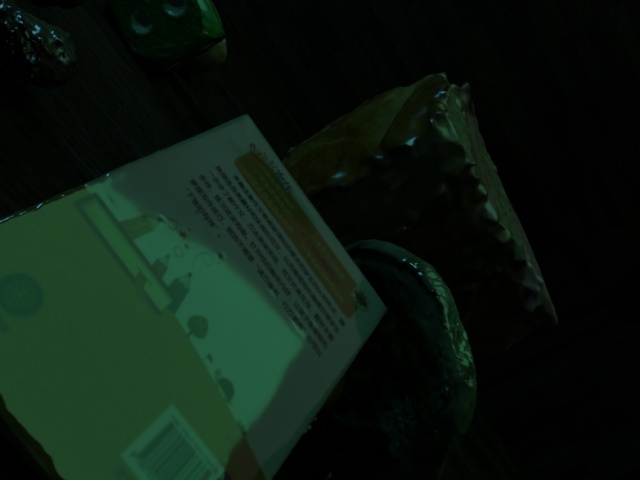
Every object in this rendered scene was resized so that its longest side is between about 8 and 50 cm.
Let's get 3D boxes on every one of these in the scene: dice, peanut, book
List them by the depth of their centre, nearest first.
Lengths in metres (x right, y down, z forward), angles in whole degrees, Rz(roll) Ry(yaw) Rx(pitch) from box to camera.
[{"bbox_3d":[-0.068,0.038,0.378,0.208,0.020,0.295,54,36,-5],"label":"book"},{"bbox_3d":[-0.219,-0.318,0.830,0.131,0.120,0.128,58,8,-18],"label":"dice"},{"bbox_3d":[-0.218,-0.358,0.982,0.159,0.109,0.140,57,10,3],"label":"peanut"}]

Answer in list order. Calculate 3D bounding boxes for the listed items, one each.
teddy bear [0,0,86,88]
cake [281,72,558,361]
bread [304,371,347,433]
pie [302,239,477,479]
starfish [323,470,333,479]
[{"bbox_3d":[-0.257,-0.236,0.394,0.129,0.182,0.251,-24,83,-44],"label":"teddy bear"},{"bbox_3d":[0.100,-0.012,0.747,0.307,0.314,0.293,50,28,-24],"label":"cake"},{"bbox_3d":[-0.070,0.045,0.494,0.241,0.107,0.136,60,13,6],"label":"bread"},{"bbox_3d":[0.043,0.116,0.552,0.054,0.240,0.240,2,52,-44],"label":"pie"},{"bbox_3d":[0.020,0.237,0.619,0.086,0.016,0.092,44,11,-50],"label":"starfish"}]
